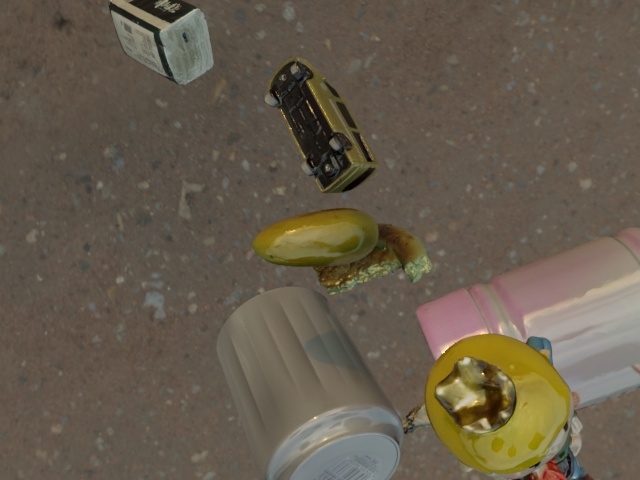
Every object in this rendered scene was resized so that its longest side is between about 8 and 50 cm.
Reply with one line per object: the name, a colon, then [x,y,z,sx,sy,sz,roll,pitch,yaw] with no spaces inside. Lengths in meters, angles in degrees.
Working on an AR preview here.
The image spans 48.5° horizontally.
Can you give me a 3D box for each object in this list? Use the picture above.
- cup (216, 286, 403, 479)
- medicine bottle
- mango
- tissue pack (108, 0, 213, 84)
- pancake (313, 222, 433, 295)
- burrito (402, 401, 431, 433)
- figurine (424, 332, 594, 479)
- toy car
cup: [-0.035,0.300,1.220,0.237,0.326,0.322,1,125,-28]
medicine bottle: [0.304,0.126,0.937,0.316,0.202,0.202,-20,123,4]
mango: [0.004,0.000,0.999,0.191,0.122,0.085,-14,100,-47]
tissue pack: [-0.243,-0.316,1.085,0.091,0.170,0.103,-32,137,-23]
pancake: [0.069,0.028,1.387,0.197,0.377,0.054,-51,121,-29]
burrito: [0.281,0.369,1.548,0.230,0.058,0.063,-16,131,8]
figurine: [0.168,0.168,0.604,0.128,0.185,0.234,-23,166,2]
toy car: [0.004,-0.212,1.303,0.101,0.256,0.124,-39,158,34]
